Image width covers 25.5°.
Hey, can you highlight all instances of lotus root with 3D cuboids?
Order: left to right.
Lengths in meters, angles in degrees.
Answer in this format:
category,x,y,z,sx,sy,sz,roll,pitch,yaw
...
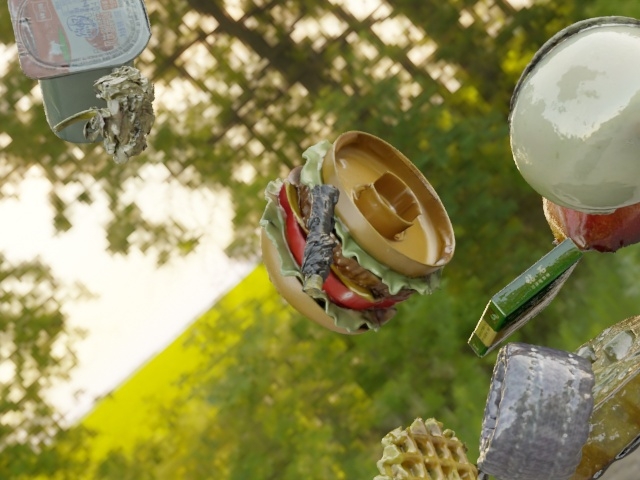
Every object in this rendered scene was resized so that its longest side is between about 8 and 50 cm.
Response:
category,x,y,z,sx,sy,sz,roll,pitch,yaw
lotus root,0.433,0.254,2.203,0.375,0.111,0.390,-37,4,43

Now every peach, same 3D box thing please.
category,x,y,z,sx,sy,sz,roll,pitch,yaw
peach,0.496,-0.114,2.439,0.257,0.201,0.361,-2,20,31

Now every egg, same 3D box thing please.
category,x,y,z,sx,sy,sz,roll,pitch,yaw
egg,0.397,-0.143,1.930,0.174,0.264,0.286,-98,24,-59

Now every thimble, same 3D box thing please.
category,x,y,z,sx,sy,sz,roll,pitch,yaw
thimble,0.227,0.183,1.494,0.150,0.097,0.150,12,-90,-90

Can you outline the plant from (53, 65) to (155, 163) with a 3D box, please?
category,x,y,z,sx,sy,sz,roll,pitch,yaw
plant,-0.260,-0.152,1.722,0.122,0.104,0.116,-2,43,7

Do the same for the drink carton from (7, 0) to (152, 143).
category,x,y,z,sx,sy,sz,roll,pitch,yaw
drink carton,-0.335,-0.249,2.048,0.191,0.185,0.189,-13,-40,-11

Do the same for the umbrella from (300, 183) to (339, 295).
category,x,y,z,sx,sy,sz,roll,pitch,yaw
umbrella,0.000,0.000,1.635,0.037,0.040,0.144,128,155,-54

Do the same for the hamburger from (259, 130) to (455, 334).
category,x,y,z,sx,sy,sz,roll,pitch,yaw
hamburger,0.036,0.002,1.978,0.212,0.274,0.274,-42,1,28

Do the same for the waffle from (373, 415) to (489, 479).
category,x,y,z,sx,sy,sz,roll,pitch,yaw
waffle,0.215,0.439,2.347,0.060,0.312,0.307,-39,-4,29

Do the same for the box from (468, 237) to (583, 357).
category,x,y,z,sx,sy,sz,roll,pitch,yaw
box,0.263,0.078,1.839,0.132,0.034,0.235,-38,-13,-11
